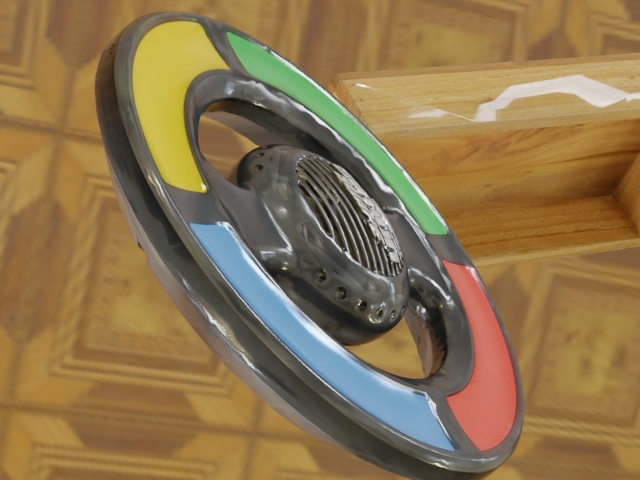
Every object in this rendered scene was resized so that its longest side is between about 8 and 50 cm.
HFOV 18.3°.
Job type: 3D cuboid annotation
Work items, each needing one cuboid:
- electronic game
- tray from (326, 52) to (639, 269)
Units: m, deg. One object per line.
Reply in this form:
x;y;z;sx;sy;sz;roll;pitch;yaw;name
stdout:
0.000;0.000;0.792;0.229;0.229;0.048;37;115;-27;electronic game
0.158;-0.065;1.713;0.411;0.076;0.203;-8;143;-34;tray
